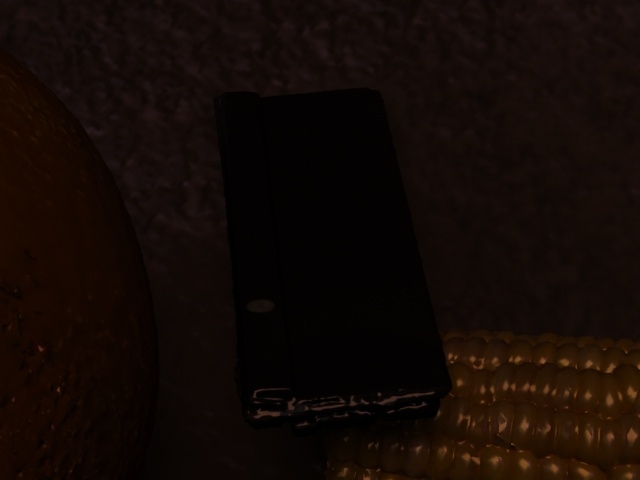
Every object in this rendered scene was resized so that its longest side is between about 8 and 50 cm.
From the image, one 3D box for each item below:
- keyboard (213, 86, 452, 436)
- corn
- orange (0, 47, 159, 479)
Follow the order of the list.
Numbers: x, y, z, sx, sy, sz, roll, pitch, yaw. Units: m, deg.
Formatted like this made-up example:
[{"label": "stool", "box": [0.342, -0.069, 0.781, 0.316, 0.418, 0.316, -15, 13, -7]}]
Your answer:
[{"label": "keyboard", "box": [0.000, 0.001, 0.709, 0.072, 0.023, 0.231, -4, 30, -3]}, {"label": "corn", "box": [0.113, 0.078, 0.667, 0.244, 0.093, 0.093, 4, 59, 14]}, {"label": "orange", "box": [-0.183, 0.041, 0.612, 0.274, 0.274, 0.274, -2, 58, 3]}]
